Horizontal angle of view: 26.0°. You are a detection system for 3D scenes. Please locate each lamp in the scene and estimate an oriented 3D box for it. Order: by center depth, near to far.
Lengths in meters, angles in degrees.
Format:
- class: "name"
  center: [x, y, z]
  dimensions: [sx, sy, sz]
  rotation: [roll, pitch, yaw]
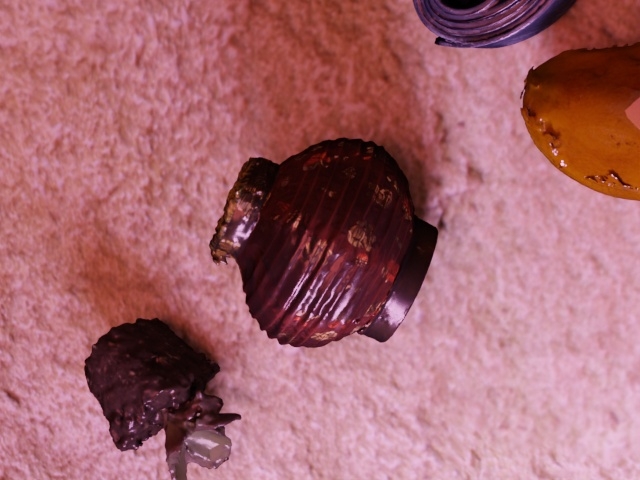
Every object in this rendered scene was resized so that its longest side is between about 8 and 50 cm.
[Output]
- class: "lamp"
  center: [0.000, 0.000, 1.484]
  dimensions: [0.247, 0.247, 0.247]
  rotation: [7, 104, 30]

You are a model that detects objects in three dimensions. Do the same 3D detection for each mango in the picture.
- class: "mango"
  center: [0.308, -0.122, 1.332]
  dimensions: [0.248, 0.151, 0.156]
  rotation: [15, 77, 34]

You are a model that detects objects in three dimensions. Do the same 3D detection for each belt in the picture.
- class: "belt"
  center: [0.179, -0.271, 1.399]
  dimensions: [0.190, 0.082, 0.141]
  rotation: [-31, 79, 31]

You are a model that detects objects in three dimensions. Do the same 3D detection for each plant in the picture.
- class: "plant"
  center: [-0.191, 0.193, 1.696]
  dimensions: [0.142, 0.131, 0.203]
  rotation: [-46, 67, 29]
